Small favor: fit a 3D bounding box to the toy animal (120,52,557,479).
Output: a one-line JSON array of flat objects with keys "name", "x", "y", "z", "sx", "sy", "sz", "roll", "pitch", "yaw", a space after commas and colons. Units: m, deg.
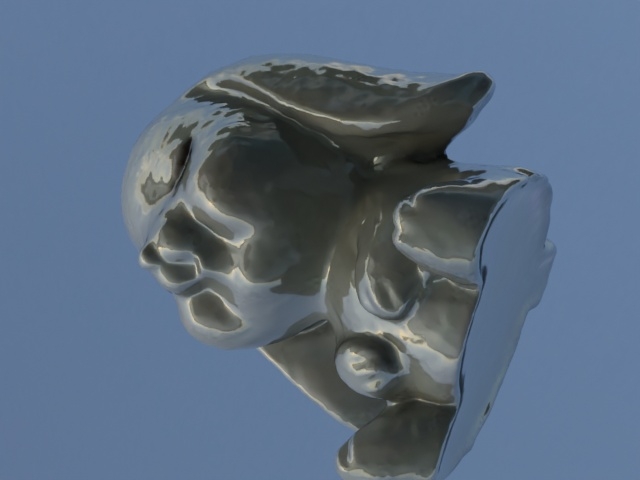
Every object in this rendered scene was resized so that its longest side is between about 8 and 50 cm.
[{"name": "toy animal", "x": 0.000, "y": 0.000, "z": 1.161, "sx": 0.265, "sy": 0.272, "sz": 0.206, "roll": 21, "pitch": -145, "yaw": 22}]
